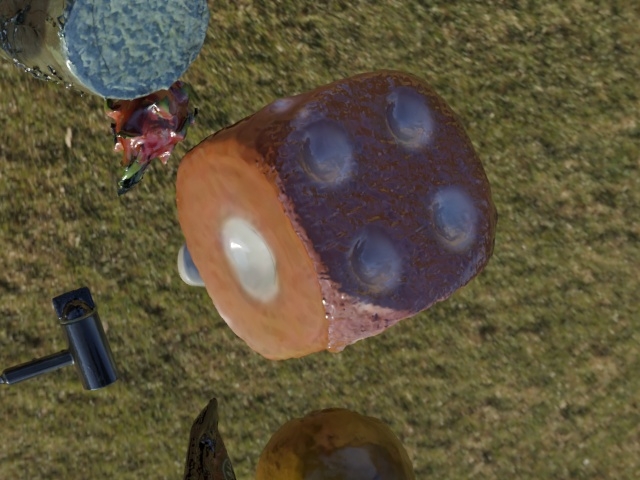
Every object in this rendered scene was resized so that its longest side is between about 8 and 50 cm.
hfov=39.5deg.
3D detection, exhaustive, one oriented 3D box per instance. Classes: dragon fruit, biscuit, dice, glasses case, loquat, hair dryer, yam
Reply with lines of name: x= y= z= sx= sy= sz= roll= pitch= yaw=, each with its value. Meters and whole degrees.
dragon fruit: x=-0.306 y=-0.188 z=1.533 sx=0.236 sy=0.135 sz=0.137 roll=-58 pitch=140 yaw=-9
biscuit: x=-0.099 y=0.288 z=0.858 sx=0.063 sy=0.151 sz=0.235 roll=-7 pitch=113 yaw=-12
dice: x=0.011 y=-0.022 z=0.670 sx=0.179 sy=0.175 sz=0.174 roll=-27 pitch=92 yaw=-30
glasses case: x=-0.126 y=0.037 z=1.385 sx=0.204 sy=0.051 sz=0.081 roll=8 pitch=79 yaw=-33
loquat: x=0.031 y=0.418 z=1.454 sx=0.275 sy=0.284 sz=0.276 roll=-1 pitch=139 yaw=-1
hair dryer: x=-0.537 y=0.217 z=1.724 sx=0.248 sy=0.078 sz=0.196 roll=-19 pitch=104 yaw=-10
yam: x=-0.319 y=-0.321 z=1.219 sx=0.241 sy=0.348 sz=0.241 roll=-18 pitch=121 yaw=-33
